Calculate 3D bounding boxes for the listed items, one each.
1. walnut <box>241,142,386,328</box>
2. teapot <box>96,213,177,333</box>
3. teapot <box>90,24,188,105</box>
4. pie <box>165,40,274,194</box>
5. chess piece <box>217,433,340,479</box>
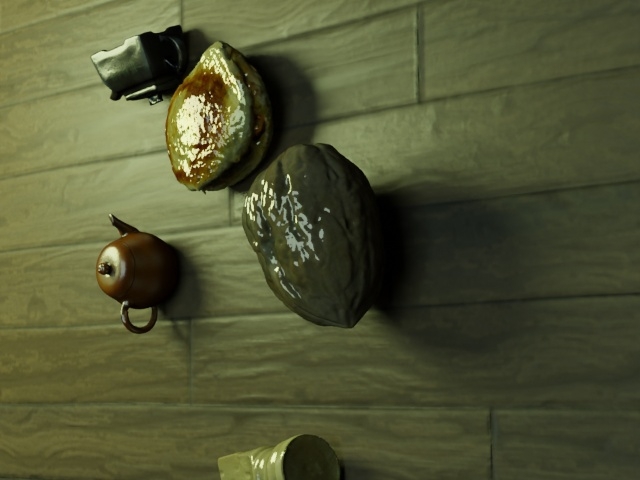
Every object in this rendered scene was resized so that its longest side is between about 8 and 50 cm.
[{"bbox_3d":[-0.002,0.000,1.688,0.178,0.178,0.231,-33,70,37],"label":"walnut"},{"bbox_3d":[-0.268,0.047,1.972,0.116,0.116,0.173,-18,76,41],"label":"teapot"},{"bbox_3d":[-0.249,-0.241,1.995,0.177,0.087,0.096,-15,95,43],"label":"teapot"},{"bbox_3d":[-0.145,-0.164,1.886,0.205,0.084,0.179,-45,58,35],"label":"pie"},{"bbox_3d":[-0.066,0.304,1.792,0.200,0.090,0.090,-23,71,52],"label":"chess piece"}]
